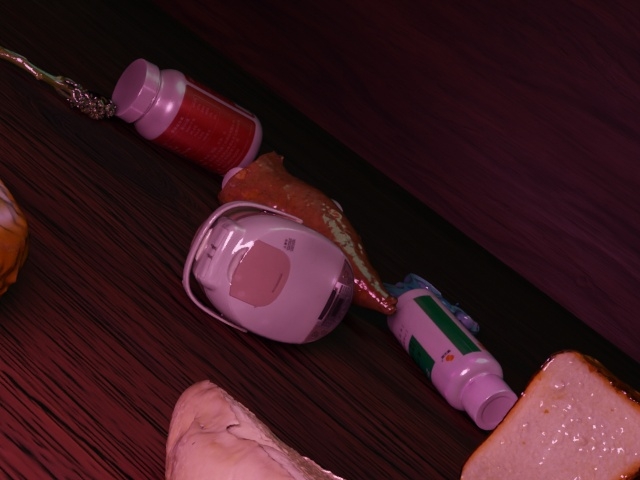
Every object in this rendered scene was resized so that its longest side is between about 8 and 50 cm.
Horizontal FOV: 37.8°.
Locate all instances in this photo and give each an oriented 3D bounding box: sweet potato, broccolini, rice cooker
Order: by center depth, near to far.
[{"bbox_3d":[-0.060,0.037,1.082,0.206,0.145,0.127,26,2,-25],"label":"rice cooker"},{"bbox_3d":[-0.002,0.002,1.428,0.337,0.131,0.131,40,13,21],"label":"sweet potato"},{"bbox_3d":[-0.443,-0.252,1.464,0.254,0.071,0.057,23,57,-23],"label":"broccolini"}]

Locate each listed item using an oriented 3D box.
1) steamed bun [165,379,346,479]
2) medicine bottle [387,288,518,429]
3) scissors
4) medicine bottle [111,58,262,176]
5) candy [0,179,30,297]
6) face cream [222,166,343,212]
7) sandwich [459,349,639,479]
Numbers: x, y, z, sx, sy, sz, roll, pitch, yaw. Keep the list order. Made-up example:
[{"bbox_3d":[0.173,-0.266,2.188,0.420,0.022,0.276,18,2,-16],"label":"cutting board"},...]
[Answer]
[{"bbox_3d":[-0.031,0.193,0.616,0.231,0.110,0.212,34,-6,9],"label":"steamed bun"},{"bbox_3d":[0.190,0.170,1.363,0.095,0.095,0.260,27,13,-33],"label":"medicine bottle"},{"bbox_3d":[0.171,0.108,1.704,0.180,0.032,0.393,42,12,30],"label":"scissors"},{"bbox_3d":[-0.229,-0.210,1.620,0.250,0.131,0.131,25,15,-36],"label":"medicine bottle"},{"bbox_3d":[-0.333,-0.036,0.673,0.260,0.118,0.260,36,10,-8],"label":"candy"},{"bbox_3d":[-0.065,-0.066,1.621,0.082,0.082,0.269,43,14,35],"label":"face cream"},{"bbox_3d":[0.265,0.241,0.997,0.065,0.214,0.186,24,13,-42],"label":"sandwich"}]
